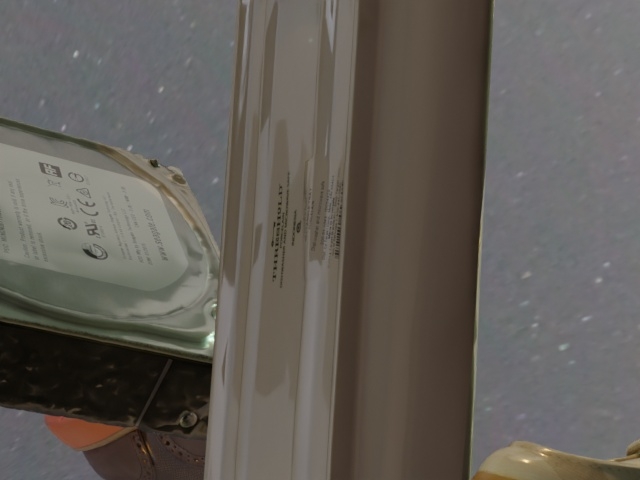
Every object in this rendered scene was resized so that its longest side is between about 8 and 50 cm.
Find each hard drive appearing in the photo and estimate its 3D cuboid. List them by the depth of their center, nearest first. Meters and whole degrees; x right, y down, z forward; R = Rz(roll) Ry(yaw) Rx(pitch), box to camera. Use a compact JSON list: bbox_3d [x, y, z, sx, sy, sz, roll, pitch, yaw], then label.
[{"bbox_3d":[-0.212,-0.004,0.808,0.339,0.237,0.064,14,-63,-28],"label":"hard drive"}]

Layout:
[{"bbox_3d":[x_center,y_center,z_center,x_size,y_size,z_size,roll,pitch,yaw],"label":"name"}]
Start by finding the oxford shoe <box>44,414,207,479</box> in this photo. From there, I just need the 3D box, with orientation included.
[{"bbox_3d":[-0.030,0.099,0.974,0.133,0.363,0.130,51,-136,-18],"label":"oxford shoe"}]

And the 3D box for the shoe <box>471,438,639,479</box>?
[{"bbox_3d":[0.143,0.087,0.469,0.219,0.076,0.058,15,-104,-26],"label":"shoe"}]

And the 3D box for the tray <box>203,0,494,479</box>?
[{"bbox_3d":[0.000,0.000,0.413,0.030,0.145,0.270,6,-96,-24],"label":"tray"}]
